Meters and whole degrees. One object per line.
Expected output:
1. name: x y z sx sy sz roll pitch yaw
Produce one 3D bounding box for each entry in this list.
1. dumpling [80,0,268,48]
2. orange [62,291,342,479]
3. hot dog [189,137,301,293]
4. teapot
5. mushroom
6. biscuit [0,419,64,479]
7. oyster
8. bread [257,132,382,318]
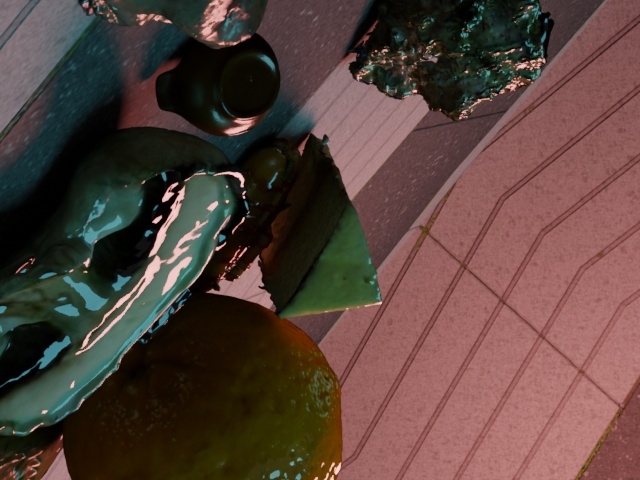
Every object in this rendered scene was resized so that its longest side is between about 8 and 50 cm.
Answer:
1. dumpling: -0.091 -0.207 1.103 0.166 0.086 0.332 -49 166 -9
2. orange: -0.145 0.219 1.788 0.340 0.340 0.293 -46 140 -9
3. hot dog: -0.095 -0.019 1.810 0.250 0.076 0.104 -56 168 30
4. teapot: -0.095 -0.144 1.365 0.129 0.078 0.098 -23 115 -45
5. mushroom: -0.220 0.024 1.350 0.344 0.130 0.247 -52 153 18
6. biscuit: -0.435 0.328 1.808 0.359 0.046 0.359 -46 171 -10
7. oyster: 0.142 -0.234 1.717 0.260 0.198 0.092 -3 -143 43
8. bread: 0.000 0.000 1.827 0.178 0.142 0.266 -45 -162 11
